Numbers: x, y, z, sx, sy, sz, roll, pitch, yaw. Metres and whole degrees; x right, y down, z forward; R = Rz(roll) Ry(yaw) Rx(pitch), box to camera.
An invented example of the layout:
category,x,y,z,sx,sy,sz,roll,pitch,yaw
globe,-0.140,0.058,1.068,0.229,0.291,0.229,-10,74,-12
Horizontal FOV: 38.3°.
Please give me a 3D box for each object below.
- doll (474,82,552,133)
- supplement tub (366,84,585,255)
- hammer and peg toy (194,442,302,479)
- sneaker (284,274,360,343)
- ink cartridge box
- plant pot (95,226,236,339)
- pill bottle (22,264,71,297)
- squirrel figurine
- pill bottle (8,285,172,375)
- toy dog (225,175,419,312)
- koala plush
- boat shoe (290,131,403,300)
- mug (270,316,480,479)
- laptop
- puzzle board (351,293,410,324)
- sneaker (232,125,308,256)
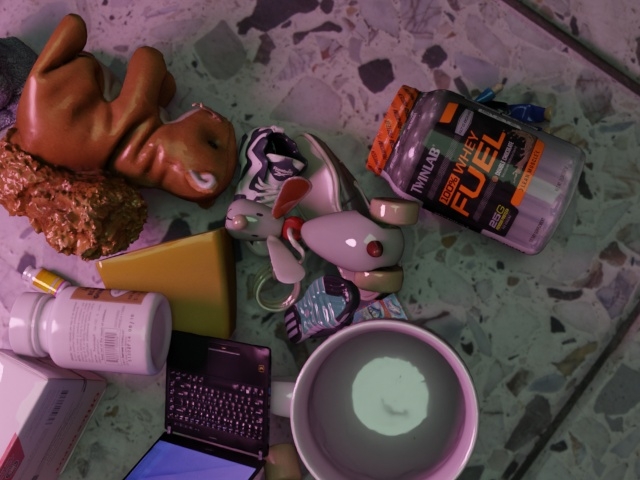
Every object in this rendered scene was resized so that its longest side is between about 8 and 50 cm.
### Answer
category,x,y,z,sx,sy,sz,roll,pitch,yaw
doll,0.325,-0.225,1.689,0.188,0.046,0.129,5,92,10
supplement tub,0.264,-0.130,1.599,0.337,0.207,0.207,24,84,6
hammer and peg toy,-0.180,0.466,1.509,0.361,0.266,0.127,-18,53,6
sneaker,0.025,0.106,1.490,0.098,0.223,0.083,-4,75,-29
ink cartridge box,-0.493,0.299,1.539,0.117,0.283,0.207,26,84,10
plant pot,-0.244,0.093,1.602,0.212,0.212,0.187,-15,93,1
pill bottle,-0.503,0.077,1.689,0.083,0.043,0.043,28,84,6
squirrel figurine,-0.351,-0.138,1.613,0.370,0.281,0.397,30,75,-8
pill bottle,-0.361,0.139,1.453,0.229,0.131,0.131,4,82,7
toy dog,0.000,0.000,1.513,0.333,0.161,0.220,-12,91,12
koala plush,-0.622,-0.309,1.658,0.203,0.221,0.196,-23,81,-1
boat shoe,0.043,-0.044,1.667,0.112,0.095,0.335,-35,76,34
mug,0.062,0.257,1.490,0.373,0.328,0.276,3,87,7
laptop,-0.205,0.285,1.409,0.234,0.136,0.265,5,94,39
puzzle board,0.120,0.168,1.663,0.096,0.011,0.128,-28,81,-1
sneaker,-0.086,-0.095,1.628,0.094,0.153,0.235,8,79,-24
